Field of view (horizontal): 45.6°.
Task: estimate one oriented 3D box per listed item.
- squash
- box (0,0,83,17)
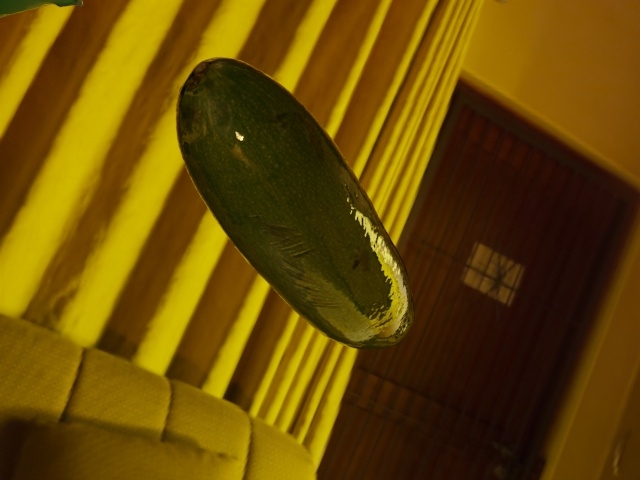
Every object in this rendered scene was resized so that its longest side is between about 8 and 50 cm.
[{"bbox_3d":[0.000,0.001,0.477,0.082,0.082,0.292,19,-22,34],"label":"squash"},{"bbox_3d":[-0.268,-0.302,0.481,0.205,0.312,0.118,-3,0,23],"label":"box"}]
